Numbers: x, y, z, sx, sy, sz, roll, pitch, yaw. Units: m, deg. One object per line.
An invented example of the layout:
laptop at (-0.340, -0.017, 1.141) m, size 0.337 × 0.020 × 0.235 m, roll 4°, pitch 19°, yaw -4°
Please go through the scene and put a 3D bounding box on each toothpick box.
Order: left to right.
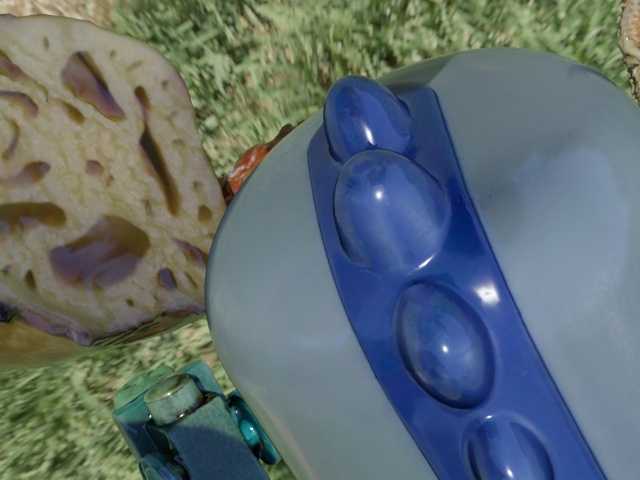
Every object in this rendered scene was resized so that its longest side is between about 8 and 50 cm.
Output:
toothpick box at (0.091, 0.069, 0.741) m, size 0.263 × 0.263 × 0.354 m, roll -31°, pitch 119°, yaw 0°

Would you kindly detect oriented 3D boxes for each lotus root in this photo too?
lotus root at (-0.261, -0.029, 1.269) m, size 0.250 × 0.316 × 0.316 m, roll -24°, pitch 88°, yaw 42°

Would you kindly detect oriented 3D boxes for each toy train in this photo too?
toy train at (-0.076, 0.237, 1.300) m, size 0.120 × 0.194 × 0.298 m, roll -33°, pitch 106°, yaw -22°

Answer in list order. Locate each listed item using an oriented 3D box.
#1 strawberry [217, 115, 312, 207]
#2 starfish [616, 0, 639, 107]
strawberry at (0.000, 0.000, 1.518) m, size 0.234 × 0.234 × 0.178 m, roll -42°, pitch 127°, yaw 0°
starfish at (0.206, -0.193, 0.939) m, size 0.048 × 0.295 × 0.231 m, roll 7°, pitch 47°, yaw 25°
